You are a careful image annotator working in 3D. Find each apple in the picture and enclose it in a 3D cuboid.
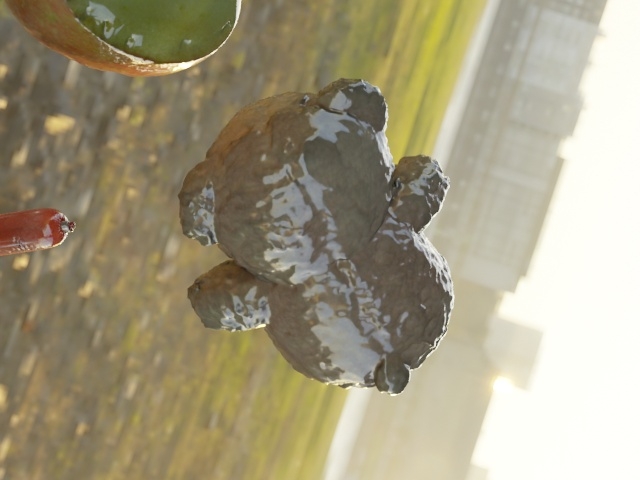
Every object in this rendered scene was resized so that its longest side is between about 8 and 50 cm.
[{"bbox_3d":[-0.155,-0.223,1.173,0.174,0.188,0.207,-29,-116,57],"label":"apple"}]

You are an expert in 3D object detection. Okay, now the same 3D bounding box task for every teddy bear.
[{"bbox_3d":[0.001,0.001,1.286,0.236,0.267,0.151,-34,-154,-3],"label":"teddy bear"}]

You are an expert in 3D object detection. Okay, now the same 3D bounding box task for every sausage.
[{"bbox_3d":[-0.297,0.007,1.185,0.034,0.253,0.034,-11,90,-74],"label":"sausage"}]
